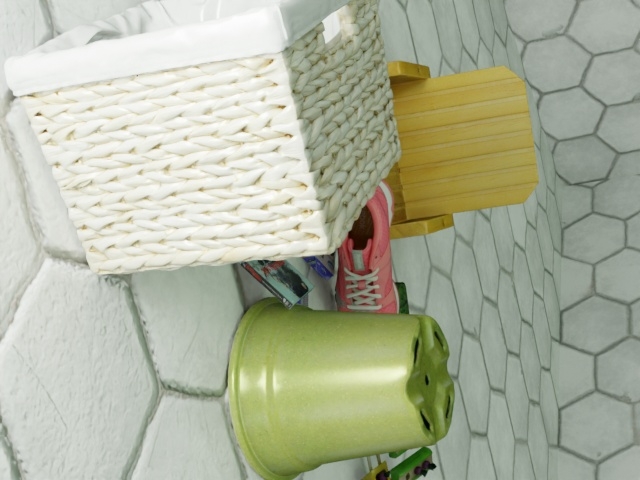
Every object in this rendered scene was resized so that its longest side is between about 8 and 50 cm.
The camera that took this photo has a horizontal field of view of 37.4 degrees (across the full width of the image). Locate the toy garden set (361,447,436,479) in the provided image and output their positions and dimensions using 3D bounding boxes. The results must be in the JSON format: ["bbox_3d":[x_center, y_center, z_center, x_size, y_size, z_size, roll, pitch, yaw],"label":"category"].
[{"bbox_3d":[0.138,0.336,1.678,0.204,0.049,0.244,-21,108,-46],"label":"toy garden set"}]

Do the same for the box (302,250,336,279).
[{"bbox_3d":[0.000,0.000,1.626,0.081,0.028,0.136,48,42,-51],"label":"box"}]

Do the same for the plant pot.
[{"bbox_3d":[0.046,0.205,1.359,0.276,0.254,0.275,28,58,-58],"label":"plant pot"}]

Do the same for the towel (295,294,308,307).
[{"bbox_3d":[-0.032,0.099,1.537,0.060,0.009,0.083,30,54,-59],"label":"towel"}]

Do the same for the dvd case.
[{"bbox_3d":[-0.070,0.044,1.385,0.119,0.013,0.087,41,26,7],"label":"dvd case"}]

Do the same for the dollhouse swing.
[{"bbox_3d":[0.253,-0.194,1.916,0.315,0.305,0.346,-15,97,-66],"label":"dollhouse swing"}]

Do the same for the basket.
[{"bbox_3d":[-0.102,-0.149,1.083,0.328,0.332,0.266,-53,131,-58],"label":"basket"}]

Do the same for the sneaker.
[{"bbox_3d":[0.066,0.046,1.597,0.136,0.116,0.313,-24,111,-77],"label":"sneaker"}]

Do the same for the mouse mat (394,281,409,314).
[{"bbox_3d":[0.151,0.160,1.931,0.190,0.007,0.152,5,77,-65],"label":"mouse mat"}]
